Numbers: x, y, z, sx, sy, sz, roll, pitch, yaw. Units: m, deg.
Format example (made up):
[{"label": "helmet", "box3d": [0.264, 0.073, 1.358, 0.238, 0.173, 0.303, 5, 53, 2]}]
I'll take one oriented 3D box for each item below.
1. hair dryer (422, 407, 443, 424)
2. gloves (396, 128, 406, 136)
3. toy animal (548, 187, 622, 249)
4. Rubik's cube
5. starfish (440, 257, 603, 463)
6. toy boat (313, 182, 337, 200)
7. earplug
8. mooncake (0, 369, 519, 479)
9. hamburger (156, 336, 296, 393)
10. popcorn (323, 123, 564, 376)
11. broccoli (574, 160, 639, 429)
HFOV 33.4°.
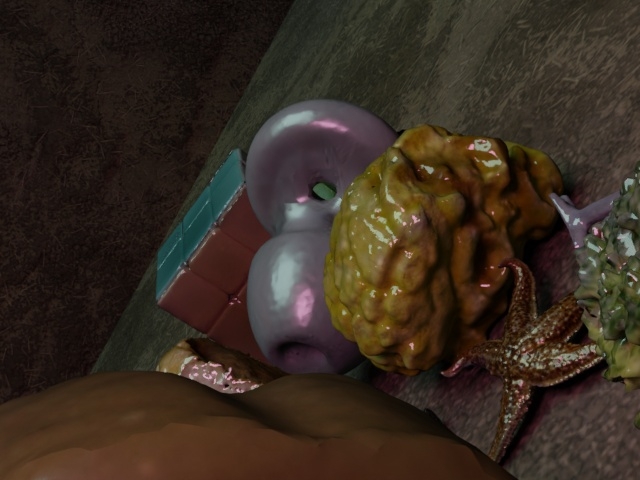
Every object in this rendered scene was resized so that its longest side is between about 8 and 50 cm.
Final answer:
[{"label": "hair dryer", "box3d": [0.050, 0.214, 1.167, 0.195, 0.075, 0.219, -40, 13, 17]}, {"label": "gloves", "box3d": [0.141, -0.055, 1.317, 0.203, 0.124, 0.164, 41, 137, 42]}, {"label": "toy animal", "box3d": [0.293, -0.032, 0.873, 0.206, 0.081, 0.367, -21, 32, 32]}, {"label": "Rubik's cube", "box3d": [-0.098, 0.031, 1.610, 0.224, 0.221, 0.231, -53, 17, 11]}, {"label": "starfish", "box3d": [0.188, 0.109, 0.965, 0.213, 0.057, 0.238, 1, 61, 61]}, {"label": "toy boat", "box3d": [0.036, -0.004, 1.407, 0.093, 0.055, 0.293, -51, 41, 11]}, {"label": "earplug", "box3d": [0.004, 0.000, 1.243, 0.175, 0.214, 0.325, -1, -86, -72]}, {"label": "mooncake", "box3d": [-0.051, 0.297, 0.622, 0.467, 0.467, 0.262, -59, 15, -9]}, {"label": "hamburger", "box3d": [-0.024, 0.227, 0.942, 0.195, 0.318, 0.277, -59, -12, 0]}, {"label": "popcorn", "box3d": [0.115, -0.004, 1.091, 0.174, 0.225, 0.286, 33, 87, 41]}, {"label": "broccoli", "box3d": [0.276, 0.053, 0.527, 0.235, 0.260, 0.288, -39, 22, 8]}]
